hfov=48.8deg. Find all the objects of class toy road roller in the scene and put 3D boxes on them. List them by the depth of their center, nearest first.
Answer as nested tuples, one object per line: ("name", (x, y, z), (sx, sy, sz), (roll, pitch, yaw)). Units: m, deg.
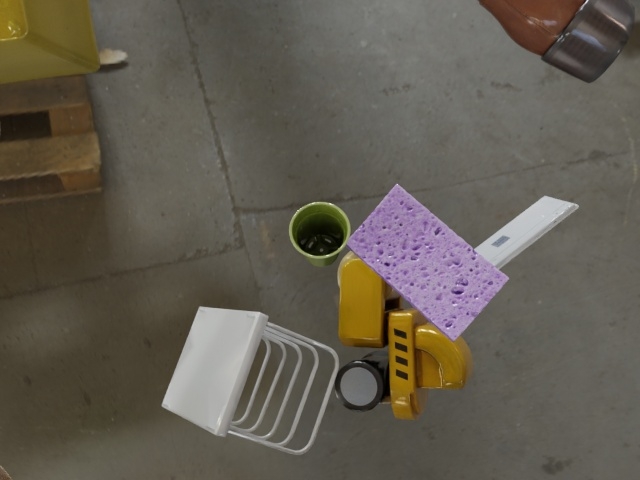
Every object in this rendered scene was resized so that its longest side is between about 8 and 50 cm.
("toy road roller", (0.166, 0.176, 1.358), (0.240, 0.202, 0.330), (-2, 87, 17))

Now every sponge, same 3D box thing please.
("sponge", (0.147, 0.030, 0.999), (0.210, 0.031, 0.117), (42, 87, 15))

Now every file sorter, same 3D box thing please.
("file sorter", (-0.125, 0.239, 1.217), (0.173, 0.277, 0.193), (27, 75, -26))

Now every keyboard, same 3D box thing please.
("keyboard", (0.285, 0.005, 1.088), (0.256, 0.072, 0.014), (-34, 114, -18))

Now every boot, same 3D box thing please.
("boot", (0.147, -0.279, 0.651), (0.280, 0.096, 0.264), (31, 47, -3))

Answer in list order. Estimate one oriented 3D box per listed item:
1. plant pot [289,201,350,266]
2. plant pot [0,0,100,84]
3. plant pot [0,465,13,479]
("plant pot", (0.000, 0.000, 0.989), (0.083, 0.079, 0.083), (-1, 68, 1))
("plant pot", (-0.458, -0.340, 0.994), (0.212, 0.187, 0.212), (-7, 99, 0))
("plant pot", (-0.569, 0.440, 0.981), (0.215, 0.215, 0.230), (56, 26, 14))
